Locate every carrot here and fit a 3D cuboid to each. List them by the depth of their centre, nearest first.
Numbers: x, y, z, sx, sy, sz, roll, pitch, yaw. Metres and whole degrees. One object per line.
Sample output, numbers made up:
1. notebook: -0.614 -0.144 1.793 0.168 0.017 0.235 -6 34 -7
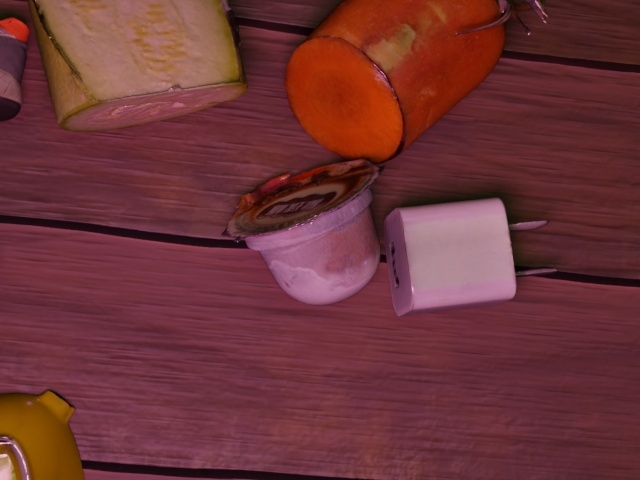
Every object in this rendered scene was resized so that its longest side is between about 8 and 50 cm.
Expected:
1. carrot: 0.124 -0.257 1.703 0.331 0.214 0.193 -42 91 -15

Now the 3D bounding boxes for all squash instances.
1. squash: -0.240 -0.303 1.664 0.233 0.210 0.309 -10 87 -23

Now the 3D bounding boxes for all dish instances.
1. dish: -0.400 0.283 1.600 0.262 0.108 0.221 -13 84 -9

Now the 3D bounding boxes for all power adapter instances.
1. power adapter: 0.192 0.018 1.708 0.205 0.125 0.130 -5 81 -9

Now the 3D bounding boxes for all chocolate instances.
1. chocolate: 0.001 -0.001 1.682 0.221 0.221 0.147 -28 114 -11

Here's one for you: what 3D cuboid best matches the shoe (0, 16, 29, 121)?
1. shoe: -0.504 -0.274 1.669 0.336 0.132 0.171 19 74 -6
